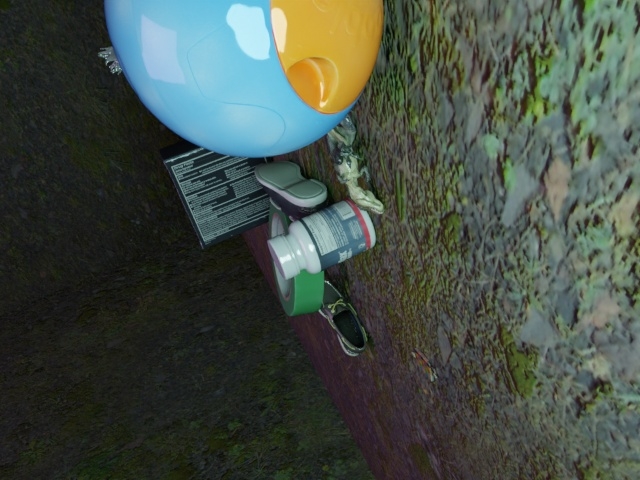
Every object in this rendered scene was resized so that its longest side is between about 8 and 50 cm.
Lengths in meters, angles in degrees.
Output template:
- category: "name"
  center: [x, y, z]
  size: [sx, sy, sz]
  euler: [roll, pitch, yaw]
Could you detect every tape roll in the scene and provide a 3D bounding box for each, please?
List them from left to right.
- category: "tape roll"
  center: [-0.072, 0.040, 1.297]
  size: [0.321, 0.077, 0.321]
  euler: [174, 90, -75]

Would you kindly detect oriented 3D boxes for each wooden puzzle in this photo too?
- category: "wooden puzzle"
  center: [0.199, 0.237, 0.921]
  size: [0.083, 0.006, 0.049]
  euler: [48, 159, 52]

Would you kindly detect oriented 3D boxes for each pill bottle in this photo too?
- category: "pill bottle"
  center: [0.000, 0.000, 0.892]
  size: [0.108, 0.180, 0.108]
  euler: [60, 167, 24]

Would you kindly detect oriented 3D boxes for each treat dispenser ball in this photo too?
- category: "treat dispenser ball"
  center: [-0.077, -0.236, 0.522]
  size: [0.288, 0.288, 0.288]
  euler: [60, 166, 25]

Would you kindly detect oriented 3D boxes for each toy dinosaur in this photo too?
- category: "toy dinosaur"
  center: [0.032, -0.159, 0.751]
  size: [0.118, 0.064, 0.268]
  euler: [173, 76, -84]

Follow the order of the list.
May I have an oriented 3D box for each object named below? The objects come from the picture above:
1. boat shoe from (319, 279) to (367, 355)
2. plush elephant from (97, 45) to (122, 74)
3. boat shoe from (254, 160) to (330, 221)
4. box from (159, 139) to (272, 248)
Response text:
- category: "boat shoe"
  center: [0.054, 0.196, 1.281]
  size: [0.227, 0.081, 0.068]
  euler: [59, 159, 13]
- category: "plush elephant"
  center: [-0.342, -0.476, 1.211]
  size: [0.255, 0.330, 0.271]
  euler: [-50, -59, -82]
- category: "boat shoe"
  center: [-0.073, -0.112, 1.140]
  size: [0.302, 0.114, 0.091]
  euler: [-132, 27, -55]
- category: "box"
  center: [-0.292, -0.183, 1.483]
  size: [0.183, 0.296, 0.293]
  euler: [46, 156, 58]
